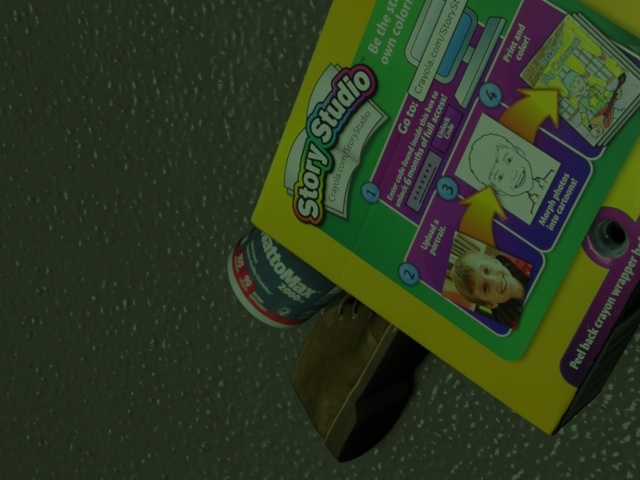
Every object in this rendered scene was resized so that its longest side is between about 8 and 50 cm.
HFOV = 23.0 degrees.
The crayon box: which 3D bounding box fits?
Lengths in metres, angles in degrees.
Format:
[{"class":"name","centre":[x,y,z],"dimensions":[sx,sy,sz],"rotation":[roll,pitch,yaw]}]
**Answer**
[{"class":"crayon box","centre":[0.141,-0.085,1.203],"dimensions":[0.313,0.106,0.363],"rotation":[36,125,19]}]

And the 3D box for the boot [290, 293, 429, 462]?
[{"class":"boot","centre":[0.054,0.081,1.542],"dimensions":[0.115,0.112,0.305],"rotation":[49,130,25]}]

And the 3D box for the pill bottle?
[{"class":"pill bottle","centre":[0.000,0.000,1.544],"dimensions":[0.180,0.108,0.108],"rotation":[-40,81,38]}]
